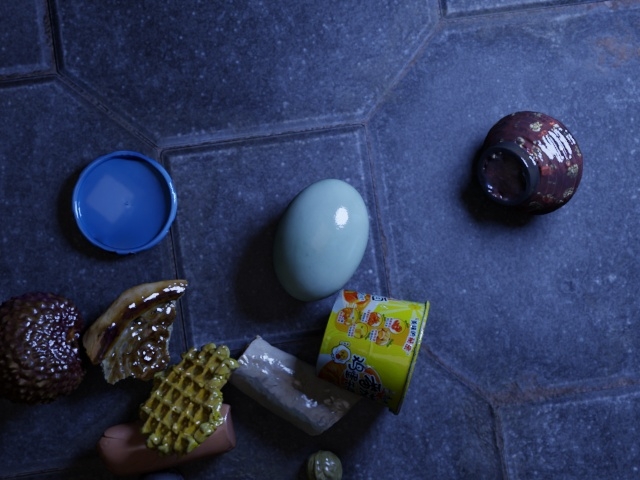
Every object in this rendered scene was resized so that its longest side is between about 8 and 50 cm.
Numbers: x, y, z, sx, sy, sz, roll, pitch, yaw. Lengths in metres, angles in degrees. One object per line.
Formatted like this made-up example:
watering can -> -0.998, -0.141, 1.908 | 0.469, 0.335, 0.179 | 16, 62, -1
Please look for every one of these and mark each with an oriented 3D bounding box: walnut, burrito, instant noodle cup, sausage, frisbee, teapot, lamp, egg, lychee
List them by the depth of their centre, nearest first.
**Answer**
lychee -> -0.642, 0.237, 1.563 | 0.272, 0.271, 0.271 | 0, 88, -2
instant noodle cup -> 0.111, 0.228, 1.584 | 0.200, 0.264, 0.264 | 17, 88, 7
teapot -> -0.357, 0.585, 1.600 | 0.116, 0.146, 0.148 | -30, 90, -3
egg -> 0.000, 0.000, 1.603 | 0.203, 0.203, 0.282 | 19, 95, -1
sausage -> -0.344, 0.448, 1.617 | 0.305, 0.121, 0.121 | -12, 89, -2
lamp -> 0.474, -0.175, 1.620 | 0.247, 0.247, 0.246 | 0, 88, -2
burrito -> -0.064, 0.339, 1.641 | 0.299, 0.105, 0.143 | 29, 84, 1
walnut -> 0.008, 0.525, 1.650 | 0.092, 0.092, 0.092 | 0, 88, -2
frisbee -> -0.452, -0.086, 1.668 | 0.242, 0.045, 0.242 | 0, 89, -3

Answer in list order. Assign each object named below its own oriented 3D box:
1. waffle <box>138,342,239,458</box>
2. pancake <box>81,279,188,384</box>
waffle -> -0.280, 0.344, 1.549 | 0.249, 0.253, 0.056 | -30, 131, 5
pancake -> -0.416, 0.197, 1.606 | 0.212, 0.056, 0.257 | 14, 85, -36
